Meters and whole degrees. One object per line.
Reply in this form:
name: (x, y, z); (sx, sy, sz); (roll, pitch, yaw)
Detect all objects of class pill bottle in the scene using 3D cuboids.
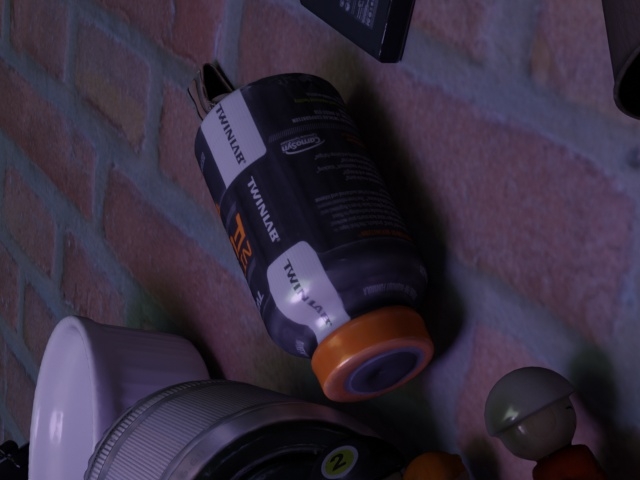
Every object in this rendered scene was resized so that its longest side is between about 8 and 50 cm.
pill bottle: (0.000, 0.000, 0.938); (0.245, 0.130, 0.130); (65, 144, 30)

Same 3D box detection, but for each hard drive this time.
hard drive: (0.029, -0.208, 0.964); (0.135, 0.022, 0.094); (45, 132, 47)

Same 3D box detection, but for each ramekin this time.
ramekin: (-0.209, 0.220, 1.284); (0.277, 0.135, 0.277); (-175, 90, -66)

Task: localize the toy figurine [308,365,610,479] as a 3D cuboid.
toy figurine: (0.070, 0.188, 0.767); (0.148, 0.213, 0.209); (62, 149, 14)

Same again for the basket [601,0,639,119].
basket: (0.195, -0.200, 0.566); (0.204, 0.154, 0.226); (-40, 56, 58)

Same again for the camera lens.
camera lens: (-0.064, 0.226, 0.976); (0.274, 0.219, 0.219); (180, 86, -67)

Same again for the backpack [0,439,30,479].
backpack: (-0.398, 0.411, 1.580); (0.191, 0.225, 0.253); (37, 132, 13)

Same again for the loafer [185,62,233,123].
loafer: (-0.096, -0.131, 1.170); (0.125, 0.045, 0.039); (49, 127, 49)
